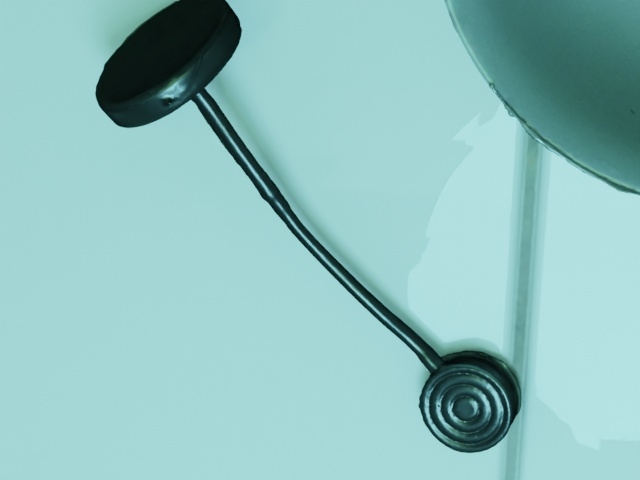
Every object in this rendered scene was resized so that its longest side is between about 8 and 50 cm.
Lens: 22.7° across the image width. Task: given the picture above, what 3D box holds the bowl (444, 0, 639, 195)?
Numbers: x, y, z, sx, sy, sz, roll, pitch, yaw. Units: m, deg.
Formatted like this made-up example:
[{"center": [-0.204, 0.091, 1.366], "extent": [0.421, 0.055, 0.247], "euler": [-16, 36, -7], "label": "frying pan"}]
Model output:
[{"center": [0.242, -0.199, 0.912], "extent": [0.345, 0.157, 0.345], "euler": [3, 109, 10], "label": "bowl"}]

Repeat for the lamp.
[{"center": [-0.010, 0.010, 1.051], "extent": [0.130, 0.108, 0.371], "euler": [-28, 101, 21], "label": "lamp"}]
